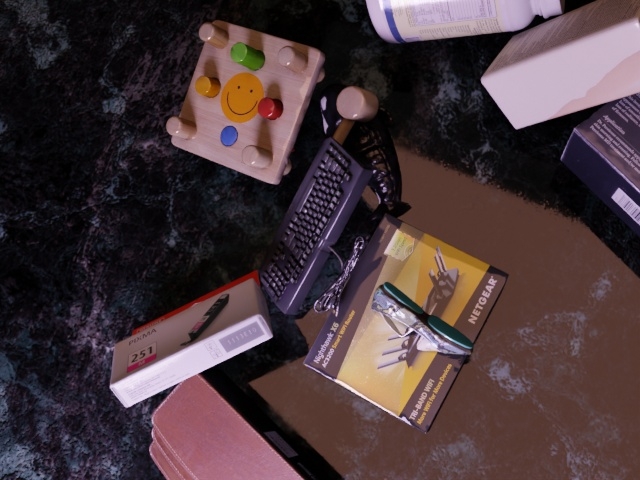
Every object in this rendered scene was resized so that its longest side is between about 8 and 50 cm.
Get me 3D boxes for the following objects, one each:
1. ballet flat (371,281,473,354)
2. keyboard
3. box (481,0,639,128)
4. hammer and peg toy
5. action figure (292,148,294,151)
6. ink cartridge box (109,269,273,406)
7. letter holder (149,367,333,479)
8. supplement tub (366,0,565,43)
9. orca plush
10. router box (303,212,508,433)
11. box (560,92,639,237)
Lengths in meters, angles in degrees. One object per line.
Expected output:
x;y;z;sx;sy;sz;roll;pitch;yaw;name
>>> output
0.165;0.145;1.332;0.188;0.070;0.070;37;86;16;ballet flat
0.000;0.000;1.383;0.201;0.033;0.317;45;121;32;keyboard
0.437;-0.304;1.322;0.121;0.311;0.148;49;60;-19;box
-0.097;-0.233;1.445;0.361;0.127;0.265;24;96;27;hammer and peg toy
-0.075;-0.224;1.547;0.038;0.030;0.115;-9;72;2;action figure
-0.227;0.145;1.395;0.275;0.239;0.060;-26;119;3;ink cartridge box
-0.161;0.397;1.363;0.302;0.152;0.214;42;89;15;letter holder
0.258;-0.483;1.416;0.325;0.235;0.235;-1;77;21;supplement tub
0.070;-0.176;1.474;0.151;0.102;0.287;-13;76;6;orca plush
0.151;0.143;1.402;0.243;0.081;0.308;27;83;14;router box
0.646;-0.143;1.335;0.312;0.179;0.343;-41;75;0;box
